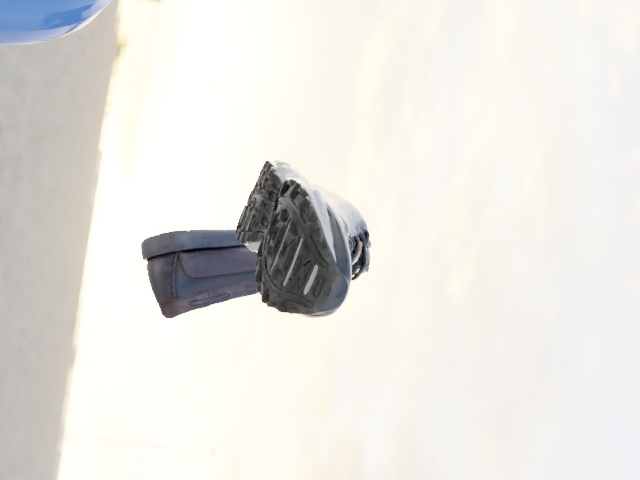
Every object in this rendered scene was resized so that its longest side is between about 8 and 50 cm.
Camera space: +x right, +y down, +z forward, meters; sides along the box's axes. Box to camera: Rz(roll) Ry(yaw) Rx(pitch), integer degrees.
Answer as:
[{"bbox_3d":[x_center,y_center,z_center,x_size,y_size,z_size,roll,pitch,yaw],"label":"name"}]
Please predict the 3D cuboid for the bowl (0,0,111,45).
[{"bbox_3d":[-0.271,-0.314,1.093,0.077,0.391,0.391,-38,-140,37],"label":"bowl"}]

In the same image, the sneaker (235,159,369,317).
[{"bbox_3d":[0.000,0.000,1.380,0.271,0.108,0.100,-115,-134,-72],"label":"sneaker"}]

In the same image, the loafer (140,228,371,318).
[{"bbox_3d":[-0.067,0.041,1.809,0.109,0.303,0.095,-18,-105,49],"label":"loafer"}]
